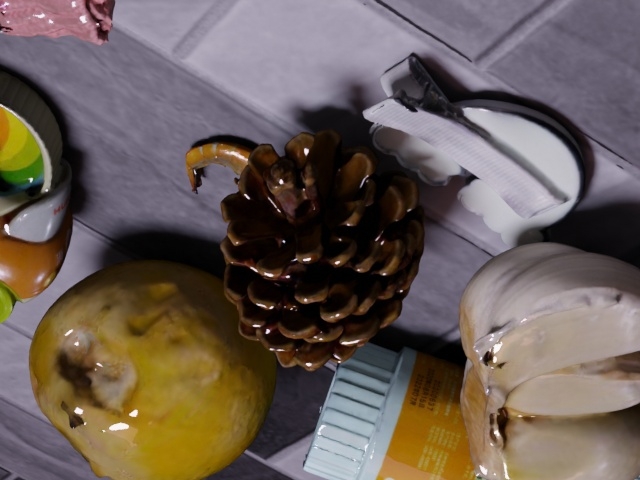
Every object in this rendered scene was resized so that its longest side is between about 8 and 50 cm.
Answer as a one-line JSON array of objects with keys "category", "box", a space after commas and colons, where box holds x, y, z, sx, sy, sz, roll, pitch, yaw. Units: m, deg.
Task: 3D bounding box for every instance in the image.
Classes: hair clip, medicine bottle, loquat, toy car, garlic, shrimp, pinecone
[{"category": "hair clip", "box": [0.129, -0.065, 1.353, 0.220, 0.054, 0.140, 33, 141, -24]}, {"category": "medicine bottle", "box": [0.150, 0.209, 1.643, 0.318, 0.158, 0.158, 20, 148, 2]}, {"category": "loquat", "box": [-0.157, 0.127, 1.644, 0.243, 0.244, 0.244, 14, 147, 9]}, {"category": "toy car", "box": [-0.316, -0.058, 1.542, 0.235, 0.145, 0.235, 5, 132, 6]}, {"category": "garlic", "box": [0.217, 0.103, 1.451, 0.203, 0.185, 0.281, -9, 123, -2]}, {"category": "shrimp", "box": [-0.069, -0.044, 1.511, 0.091, 0.025, 0.127, -9, 133, 37]}, {"category": "pinecone", "box": [0.002, 0.000, 1.391, 0.168, 0.186, 0.212, 4, 143, 1]}]

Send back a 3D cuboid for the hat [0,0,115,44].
[{"category": "hat", "box": [-0.310, -0.236, 1.283, 0.286, 0.107, 0.237, 1, 133, 19]}]
